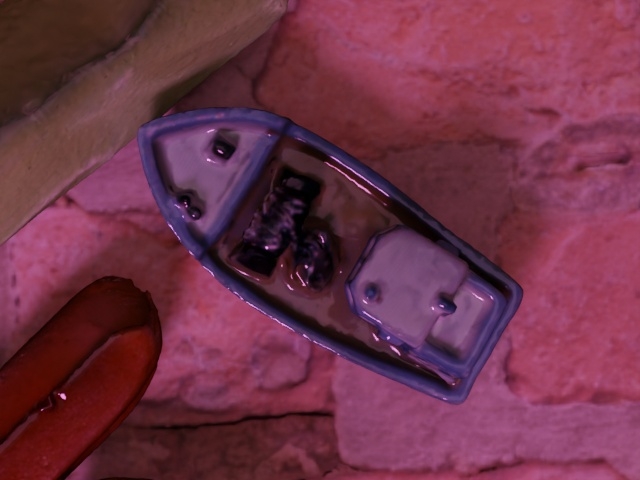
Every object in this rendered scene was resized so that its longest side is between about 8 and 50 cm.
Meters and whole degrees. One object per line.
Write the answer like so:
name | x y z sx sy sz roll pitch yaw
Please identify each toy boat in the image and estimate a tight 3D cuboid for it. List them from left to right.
toy boat | 0.000 0.000 1.348 0.332 0.133 0.145 32 83 -4

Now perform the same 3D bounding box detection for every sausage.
sausage | -0.244 0.163 1.321 0.102 0.102 0.330 45 81 -3

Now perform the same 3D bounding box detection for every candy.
candy | -0.189 -0.137 1.342 0.343 0.142 0.132 -39 136 -10

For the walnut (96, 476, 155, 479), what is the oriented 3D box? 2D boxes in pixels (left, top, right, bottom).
walnut | -0.121 0.247 1.321 0.207 0.116 0.115 30 82 -11
